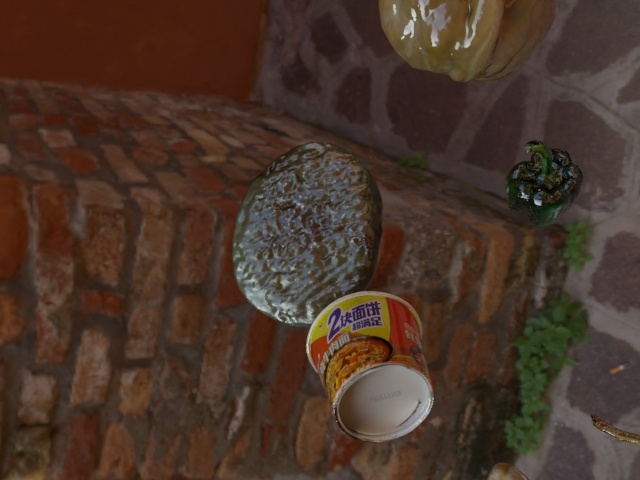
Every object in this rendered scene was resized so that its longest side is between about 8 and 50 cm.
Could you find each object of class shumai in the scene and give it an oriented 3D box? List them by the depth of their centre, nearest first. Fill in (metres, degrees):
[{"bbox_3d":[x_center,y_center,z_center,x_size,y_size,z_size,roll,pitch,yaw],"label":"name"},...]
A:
[{"bbox_3d":[0.000,0.000,1.681,0.324,0.323,0.398,6,83,15],"label":"shumai"}]

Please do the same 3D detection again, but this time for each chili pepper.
[{"bbox_3d":[0.536,-0.140,1.783,0.261,0.173,0.165,65,-179,-63],"label":"chili pepper"}]

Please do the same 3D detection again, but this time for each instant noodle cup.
[{"bbox_3d":[0.090,0.218,1.238,0.174,0.213,0.213,-106,31,-59],"label":"instant noodle cup"}]

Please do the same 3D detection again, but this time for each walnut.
[{"bbox_3d":[0.247,-0.403,1.241,0.285,0.296,0.285,-171,90,-87],"label":"walnut"}]

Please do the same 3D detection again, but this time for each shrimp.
[{"bbox_3d":[0.305,0.464,1.180,0.296,0.058,0.169,96,150,-51],"label":"shrimp"}]

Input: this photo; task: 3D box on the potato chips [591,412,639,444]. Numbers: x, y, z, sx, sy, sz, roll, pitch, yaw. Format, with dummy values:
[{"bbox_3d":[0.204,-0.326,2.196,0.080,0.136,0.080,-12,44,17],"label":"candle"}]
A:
[{"bbox_3d":[0.760,0.476,1.819,0.204,0.037,0.026,17,144,32],"label":"potato chips"}]
